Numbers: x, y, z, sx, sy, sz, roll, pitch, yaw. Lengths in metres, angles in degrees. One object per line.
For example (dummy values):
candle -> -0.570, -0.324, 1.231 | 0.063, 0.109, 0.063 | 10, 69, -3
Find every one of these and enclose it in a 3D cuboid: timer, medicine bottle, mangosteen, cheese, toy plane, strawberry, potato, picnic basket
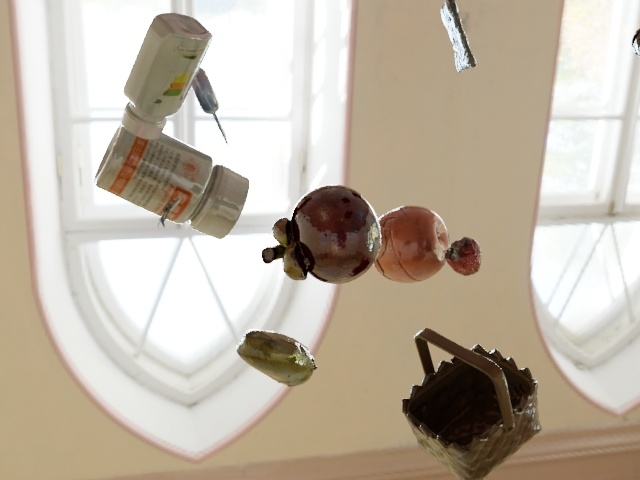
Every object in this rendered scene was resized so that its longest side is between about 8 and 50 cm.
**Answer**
timer -> 0.261, 0.011, 2.295 | 0.215, 0.229, 0.229 | -15, -171, 29
medicine bottle -> -0.377, -0.387, 1.850 | 0.111, 0.296, 0.161 | 47, -148, 20
mangosteen -> 0.000, 0.000, 1.626 | 0.257, 0.215, 0.215 | -23, -153, -17
cheese -> -0.301, -0.375, 2.095 | 0.052, 0.244, 0.135 | -23, -154, 1
toy plane -> -0.340, -0.066, 1.736 | 0.024, 0.084, 0.078 | 28, -158, -19
strawberry -> 0.391, 0.044, 2.092 | 0.106, 0.106, 0.106 | 2, -161, -1
potato -> -0.105, 0.278, 1.886 | 0.149, 0.113, 0.251 | 15, 161, 44
medicine bottle -> -0.394, -0.161, 2.081 | 0.371, 0.211, 0.211 | 26, -169, -21
picnic basket -> 0.344, 0.360, 1.794 | 0.291, 0.321, 0.254 | -35, -146, -22

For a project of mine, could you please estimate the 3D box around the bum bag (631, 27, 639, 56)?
bum bag -> 0.640, -0.389, 1.541 | 0.034, 0.058, 0.124 | 5, -157, 2

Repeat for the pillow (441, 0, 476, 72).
pillow -> 0.359, -0.537, 2.036 | 0.034, 0.189, 0.255 | -17, -172, 8
